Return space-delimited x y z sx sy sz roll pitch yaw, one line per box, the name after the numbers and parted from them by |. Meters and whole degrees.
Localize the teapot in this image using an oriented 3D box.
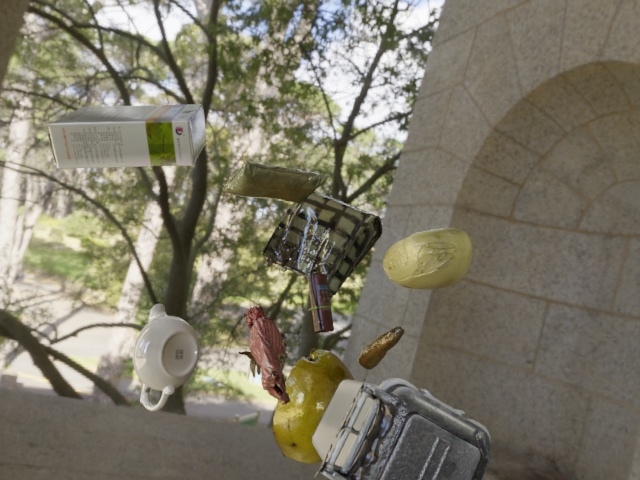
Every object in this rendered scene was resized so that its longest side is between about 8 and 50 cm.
-0.442 0.328 1.519 0.139 0.298 0.204 -4 -20 34 | teapot

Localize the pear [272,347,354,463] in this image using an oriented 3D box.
0.011 0.579 1.816 0.191 0.386 0.340 13 20 33 | pear

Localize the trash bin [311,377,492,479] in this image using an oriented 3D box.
0.116 0.404 1.084 0.296 0.255 0.368 30 -13 -11 | trash bin

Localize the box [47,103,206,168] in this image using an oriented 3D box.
-0.428 -0.242 1.233 0.300 0.106 0.200 -3 24 -2 | box

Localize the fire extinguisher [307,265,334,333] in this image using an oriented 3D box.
-0.003 0.106 1.005 0.039 0.132 0.056 -17 -21 24 | fire extinguisher

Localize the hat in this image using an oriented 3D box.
-0.140 0.299 1.496 0.107 0.286 0.236 -18 -37 -9 | hat

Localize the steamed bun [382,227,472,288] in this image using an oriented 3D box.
0.325 0.073 1.660 0.232 0.166 0.273 -8 -17 -25 | steamed bun

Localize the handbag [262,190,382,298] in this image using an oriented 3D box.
0.000 0.000 1.887 0.325 0.327 0.162 24 -24 26 | handbag

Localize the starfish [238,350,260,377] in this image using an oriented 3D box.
-0.227 0.401 1.854 0.130 0.133 0.041 34 18 -20 | starfish

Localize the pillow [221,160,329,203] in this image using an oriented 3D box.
-0.144 -0.179 1.693 0.303 0.074 0.185 6 -26 -32 | pillow

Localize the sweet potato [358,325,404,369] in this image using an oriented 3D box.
0.188 0.348 1.740 0.075 0.075 0.273 16 -38 -11 | sweet potato
